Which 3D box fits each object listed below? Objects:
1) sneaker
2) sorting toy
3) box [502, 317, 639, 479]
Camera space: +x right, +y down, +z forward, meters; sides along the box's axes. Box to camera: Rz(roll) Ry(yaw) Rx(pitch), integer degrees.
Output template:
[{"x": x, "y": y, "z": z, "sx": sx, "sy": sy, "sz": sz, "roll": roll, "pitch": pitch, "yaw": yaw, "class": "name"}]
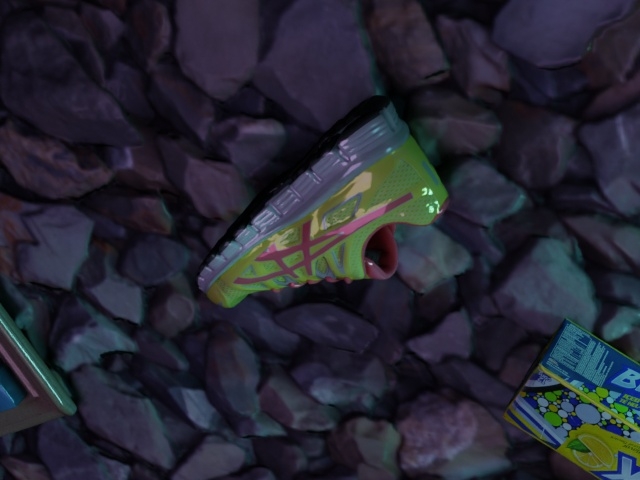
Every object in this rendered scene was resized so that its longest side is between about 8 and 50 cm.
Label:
[{"x": 0.000, "y": 0.000, "z": 1.072, "sx": 0.094, "sy": 0.081, "sz": 0.208, "roll": 44, "pitch": 134, "yaw": -9, "class": "sneaker"}, {"x": -0.354, "y": 0.046, "z": 1.353, "sx": 0.229, "sy": 0.041, "sz": 0.307, "roll": -18, "pitch": 113, "yaw": 40, "class": "sorting toy"}, {"x": 0.205, "y": 0.124, "z": 1.061, "sx": 0.169, "sy": 0.054, "sz": 0.059, "roll": 33, "pitch": 134, "yaw": 6, "class": "box"}]
